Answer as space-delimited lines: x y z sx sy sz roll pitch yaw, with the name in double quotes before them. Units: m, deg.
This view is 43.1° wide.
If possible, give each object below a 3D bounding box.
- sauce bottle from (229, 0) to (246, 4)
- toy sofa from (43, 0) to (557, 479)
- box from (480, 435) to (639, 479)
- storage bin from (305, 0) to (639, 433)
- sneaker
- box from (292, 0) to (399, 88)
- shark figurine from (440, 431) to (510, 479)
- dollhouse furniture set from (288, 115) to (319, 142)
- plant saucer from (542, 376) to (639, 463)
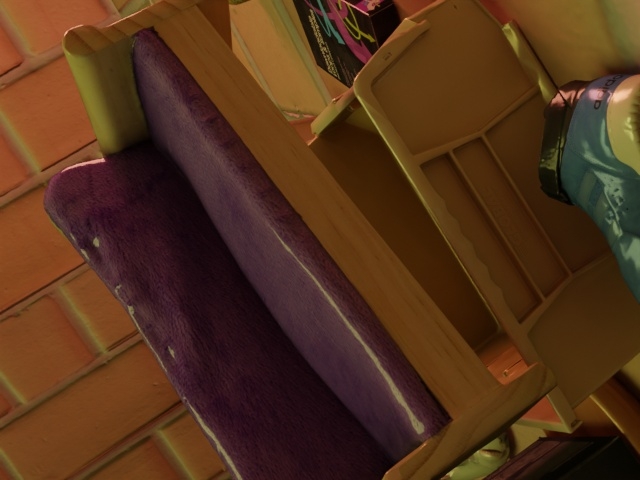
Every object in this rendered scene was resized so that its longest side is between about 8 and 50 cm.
"sauce bottle" -0.088 -0.292 0.919 0.042 0.042 0.128 61 171 -18
"toy sofa" -0.043 0.021 0.523 0.362 0.177 0.150 53 162 19
"box" 0.225 0.262 0.700 0.153 0.108 0.207 56 170 9
"storage bin" 0.089 -0.009 0.609 0.260 0.123 0.262 57 163 -1
"sneaker" 0.169 -0.020 0.452 0.084 0.058 0.152 23 140 63
"box" 0.027 -0.184 0.735 0.162 0.029 0.116 48 166 47
"shark figurine" 0.186 0.306 1.199 0.166 0.278 0.116 31 -131 -35
"dollhouse furniture set" 0.000 0.000 0.947 0.161 0.212 0.242 48 140 38
"plant saucer" 0.254 0.176 0.724 0.200 0.037 0.200 56 170 15
